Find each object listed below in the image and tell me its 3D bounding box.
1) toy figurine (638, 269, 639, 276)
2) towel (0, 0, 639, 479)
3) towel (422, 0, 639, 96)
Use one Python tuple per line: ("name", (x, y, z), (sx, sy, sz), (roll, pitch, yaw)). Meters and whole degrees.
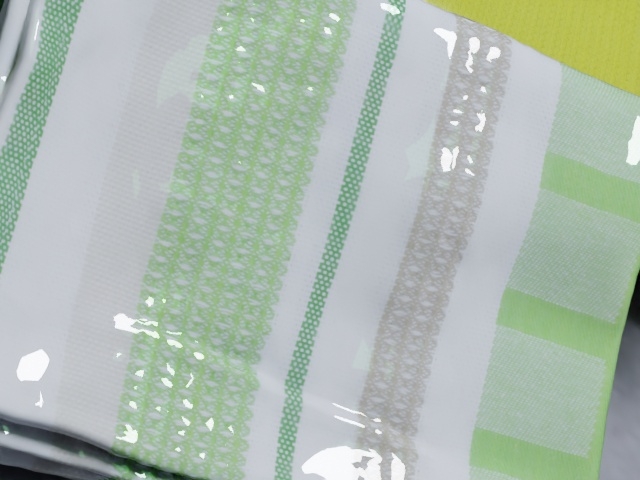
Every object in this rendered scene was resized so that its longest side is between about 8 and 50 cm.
("toy figurine", (0.196, 0.014, 0.474), (0.213, 0.148, 0.209), (-5, 46, -41))
("towel", (0.000, 0.000, 0.367), (0.152, 0.023, 0.113), (18, 79, -26))
("towel", (-0.007, -0.112, 0.529), (0.237, 0.021, 0.102), (32, 42, -12))
